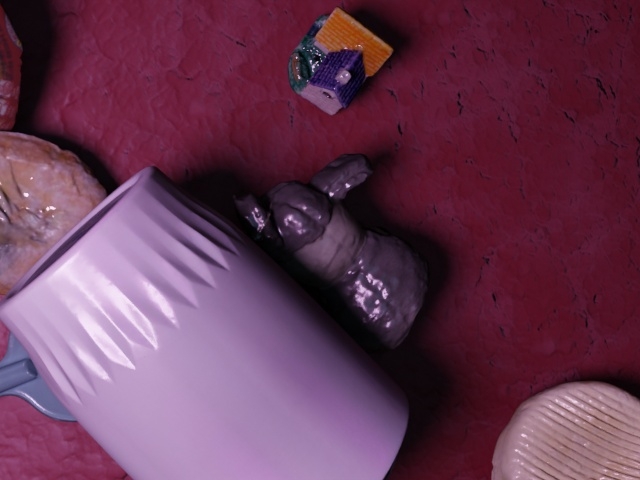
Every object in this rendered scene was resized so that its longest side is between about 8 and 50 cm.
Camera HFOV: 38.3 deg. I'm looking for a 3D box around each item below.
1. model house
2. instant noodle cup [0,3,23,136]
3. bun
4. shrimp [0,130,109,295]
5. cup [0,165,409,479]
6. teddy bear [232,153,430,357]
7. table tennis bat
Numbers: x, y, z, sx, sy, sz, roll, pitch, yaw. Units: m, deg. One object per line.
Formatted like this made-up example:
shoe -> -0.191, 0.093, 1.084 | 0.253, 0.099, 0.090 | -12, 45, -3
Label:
model house -> 0.020, -0.210, 1.059 | 0.087, 0.100, 0.101 | 36, 79, -11
instant noodle cup -> -0.436, -0.178, 0.904 | 0.274, 0.091, 0.274 | -12, 127, -17
bun -> 0.312, 0.277, 1.109 | 0.222, 0.127, 0.222 | -1, 63, 2
shrimp -> -0.359, -0.041, 0.932 | 0.317, 0.077, 0.168 | 20, 84, -28
cup -> -0.110, 0.126, 0.909 | 0.253, 0.253, 0.371 | -45, 104, -14
teddy bear -> 0.017, 0.000, 1.029 | 0.171, 0.144, 0.251 | -46, 108, -17
table tennis bat -> -0.294, 0.132, 0.983 | 0.244, 0.040, 0.153 | -21, 87, -19
